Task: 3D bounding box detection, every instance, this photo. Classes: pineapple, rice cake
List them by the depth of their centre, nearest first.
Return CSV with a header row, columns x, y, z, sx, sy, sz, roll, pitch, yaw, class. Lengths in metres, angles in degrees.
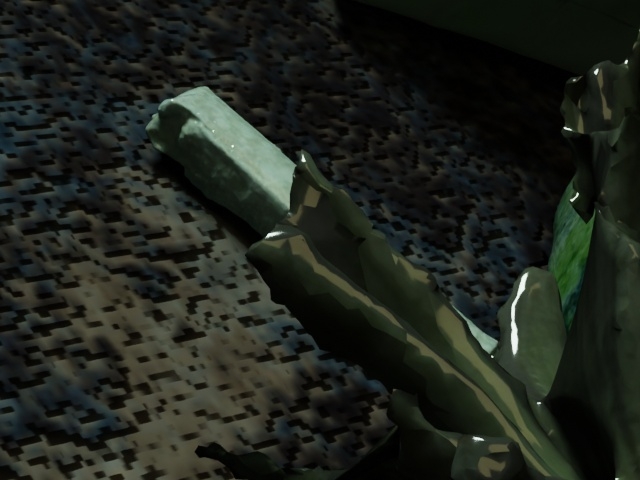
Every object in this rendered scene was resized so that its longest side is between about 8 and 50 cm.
x,y,z,sx,sy,sz,roll,pitch,yaw,class
0.081,0.130,0.336,0.166,0.165,0.364,9,39,-32,pineapple
0.000,0.000,0.548,0.121,0.021,0.022,42,30,8,rice cake

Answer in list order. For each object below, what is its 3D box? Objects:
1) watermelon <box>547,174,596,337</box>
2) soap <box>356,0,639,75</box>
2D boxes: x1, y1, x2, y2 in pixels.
x,y,z,sx,sy,sz,roll,pitch,yaw,class
0.199,0.053,0.531,0.201,0.213,0.261,33,36,-32,watermelon
0.096,-0.167,0.728,0.182,0.138,0.199,16,36,-26,soap
